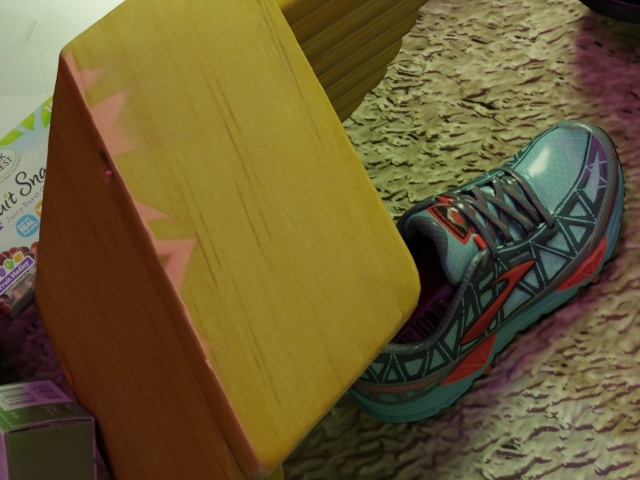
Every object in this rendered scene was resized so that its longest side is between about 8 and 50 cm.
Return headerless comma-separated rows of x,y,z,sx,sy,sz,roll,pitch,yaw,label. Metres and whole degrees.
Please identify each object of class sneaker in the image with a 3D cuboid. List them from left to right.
0.111,0.010,0.808,0.104,0.125,0.262,37,81,34,sneaker

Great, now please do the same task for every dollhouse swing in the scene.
0.000,0.000,0.738,0.305,0.347,0.315,-21,73,-24,dollhouse swing

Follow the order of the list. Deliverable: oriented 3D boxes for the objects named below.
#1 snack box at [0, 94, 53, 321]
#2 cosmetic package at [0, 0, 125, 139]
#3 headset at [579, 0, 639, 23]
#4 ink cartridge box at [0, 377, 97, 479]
-0.211,-0.025,0.870,0.100,0.037,0.141,42,69,6,snack box
-0.229,-0.111,0.995,0.225,0.138,0.224,19,65,-2,cosmetic package
0.279,-0.236,0.838,0.185,0.243,0.394,-2,72,4,headset
-0.197,0.211,0.825,0.109,0.062,0.209,17,110,61,ink cartridge box
